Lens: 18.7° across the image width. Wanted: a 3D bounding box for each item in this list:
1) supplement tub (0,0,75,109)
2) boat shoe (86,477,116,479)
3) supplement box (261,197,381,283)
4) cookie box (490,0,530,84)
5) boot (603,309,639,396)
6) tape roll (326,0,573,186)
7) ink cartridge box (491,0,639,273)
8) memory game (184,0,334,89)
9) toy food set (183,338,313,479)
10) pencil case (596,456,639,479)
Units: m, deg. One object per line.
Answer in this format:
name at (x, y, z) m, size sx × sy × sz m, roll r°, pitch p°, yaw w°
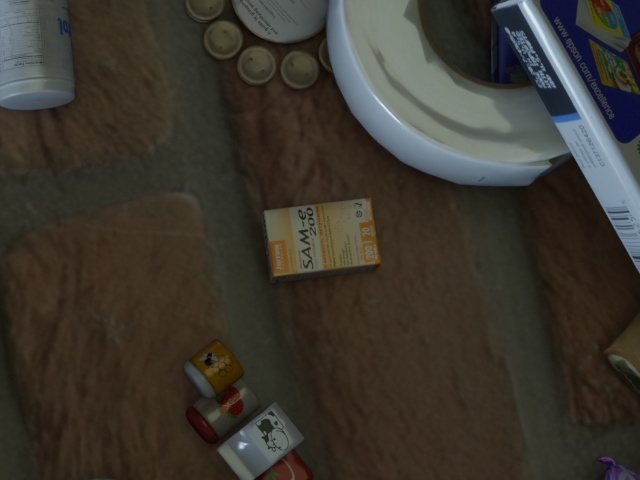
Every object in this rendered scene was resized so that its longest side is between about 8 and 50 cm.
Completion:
supplement tub at (-0.253, -0.174, 1.705) m, size 0.071 × 0.071 × 0.107 m, roll -6°, pitch 82°, yaw -9°
boat shoe at (-0.128, 0.335, 1.622) m, size 0.109 × 0.094 × 0.302 m, roll -29°, pitch 87°, yaw 5°
supplement box at (0.000, 0.000, 1.726) m, size 0.098 × 0.036 × 0.062 m, roll -8°, pitch 81°, yaw -9°
cookie box at (0.203, -0.170, 1.781) m, size 0.092 × 0.040 × 0.107 m, roll 2°, pitch 80°, yaw -7°
boot at (0.344, 0.008, 1.746) m, size 0.236 × 0.089 × 0.269 m, roll 39°, pitch 79°, yaw 1°
tape roll at (0.150, -0.192, 1.705) m, size 0.286 × 0.100 × 0.286 m, roll 1°, pitch 80°, yaw -8°
ink cartridge box at (0.333, -0.152, 1.655) m, size 0.307 × 0.072 × 0.303 m, roll -37°, pitch 103°, yaw -26°
memory game at (-0.032, -0.226, 1.774) m, size 0.186 × 0.012 × 0.186 m, roll 1°, pitch 80°, yaw -8°
toy food set at (-0.059, 0.206, 1.643) m, size 0.104 × 0.111 × 0.232 m, roll -38°, pitch 90°, yaw -12°
pencil case at (0.339, 0.250, 1.702) m, size 0.206 × 0.086 × 0.088 m, roll 11°, pitch 83°, yaw -5°
